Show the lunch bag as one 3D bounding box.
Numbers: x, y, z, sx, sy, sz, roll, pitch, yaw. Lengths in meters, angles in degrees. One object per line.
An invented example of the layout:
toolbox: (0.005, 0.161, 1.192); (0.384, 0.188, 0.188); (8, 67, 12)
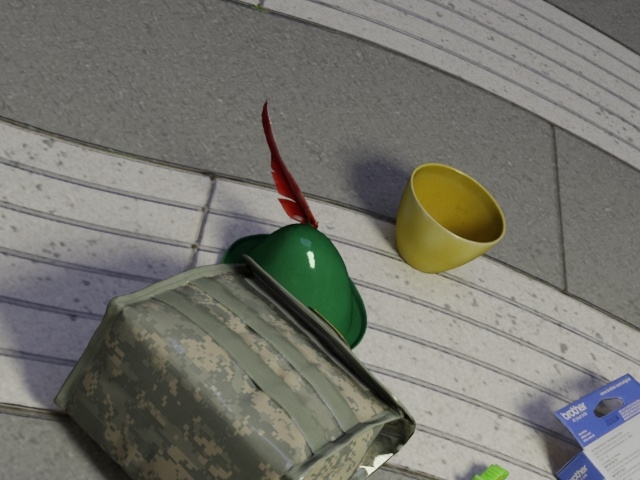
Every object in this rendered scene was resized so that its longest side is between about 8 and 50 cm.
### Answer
lunch bag: (-0.054, 0.140, 1.215); (0.235, 0.169, 0.287); (43, 29, 16)

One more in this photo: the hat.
hat: (0.000, 0.000, 1.391); (0.208, 0.184, 0.173); (17, 41, -23)

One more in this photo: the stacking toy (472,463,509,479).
stacking toy: (0.192, 0.301, 1.276); (0.167, 0.052, 0.221); (30, 32, 25)

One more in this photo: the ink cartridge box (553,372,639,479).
ink cartridge box: (0.395, 0.303, 1.466); (0.185, 0.065, 0.311); (-17, 63, -47)

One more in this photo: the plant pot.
plant pot: (0.146, -0.014, 1.594); (0.134, 0.095, 0.134); (21, 38, -17)
